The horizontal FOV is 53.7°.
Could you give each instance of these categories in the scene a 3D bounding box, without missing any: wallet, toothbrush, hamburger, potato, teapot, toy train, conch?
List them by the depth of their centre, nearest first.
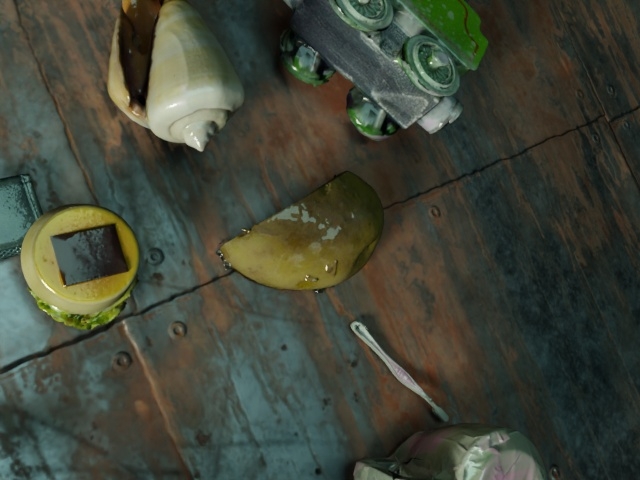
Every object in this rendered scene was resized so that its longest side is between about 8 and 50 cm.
[{"bbox_3d":[-0.374,-0.018,0.696,0.129,0.026,0.088,-19,92,-32],"label":"wallet"},{"bbox_3d":[-0.265,0.027,0.708,0.127,0.081,0.141,-35,98,-33],"label":"hamburger"},{"bbox_3d":[0.158,0.325,0.804,0.222,0.178,0.163,-18,92,-32],"label":"teapot"},{"bbox_3d":[-0.183,-0.213,0.814,0.159,0.127,0.255,-14,58,-1],"label":"conch"},{"bbox_3d":[0.000,0.000,0.850,0.243,0.098,0.138,-34,95,-29],"label":"potato"},{"bbox_3d":[0.115,0.188,0.901,0.204,0.022,0.017,47,61,-8],"label":"toothbrush"},{"bbox_3d":[0.095,-0.307,0.945,0.307,0.173,0.248,39,54,-13],"label":"toy train"}]
